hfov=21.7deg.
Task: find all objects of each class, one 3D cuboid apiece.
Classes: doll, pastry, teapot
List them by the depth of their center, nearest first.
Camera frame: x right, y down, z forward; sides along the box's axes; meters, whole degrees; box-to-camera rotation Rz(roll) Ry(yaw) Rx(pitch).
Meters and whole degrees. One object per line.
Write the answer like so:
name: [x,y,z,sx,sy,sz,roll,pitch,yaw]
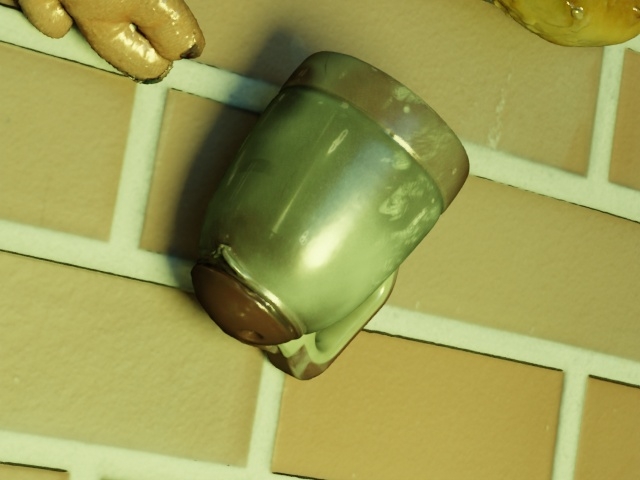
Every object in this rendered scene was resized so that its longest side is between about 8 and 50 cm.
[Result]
doll: [-0.244,-0.306,1.772,0.303,0.201,0.156,46,29,-28]
teapot: [0.000,0.000,1.887,0.312,0.233,0.315,-52,142,-16]
pastry: [0.292,-0.384,2.089,0.316,0.184,0.284,47,58,-21]
